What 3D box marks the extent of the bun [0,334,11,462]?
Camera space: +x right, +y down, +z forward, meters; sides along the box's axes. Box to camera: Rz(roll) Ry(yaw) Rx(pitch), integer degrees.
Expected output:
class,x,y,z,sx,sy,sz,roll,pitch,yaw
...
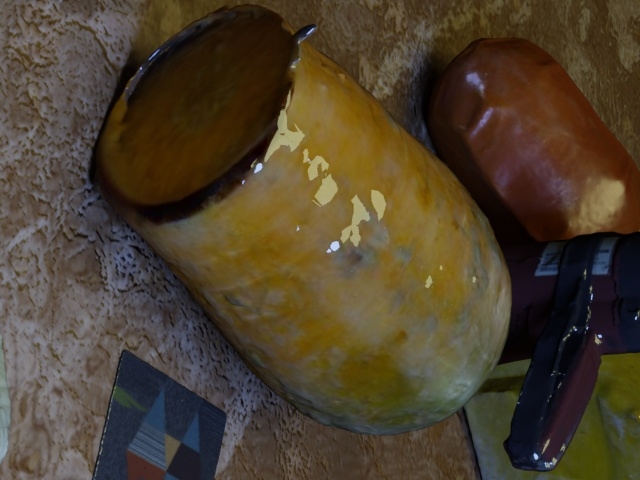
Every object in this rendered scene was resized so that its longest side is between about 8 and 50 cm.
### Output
class,x,y,z,sx,sy,sz,roll,pitch,yaw
bun,-0.266,0.045,0.936,0.229,0.145,0.229,164,-90,-89

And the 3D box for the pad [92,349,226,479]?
class,x,y,z,sx,sy,sz,roll,pitch,yaw
pad,-0.127,0.203,1.248,0.143,0.003,0.211,39,53,-48

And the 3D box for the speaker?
class,x,y,z,sx,sy,sz,roll,pitch,yaw
speaker,0.163,0.065,1.456,0.259,0.329,0.198,-24,105,-50

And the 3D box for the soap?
class,x,y,z,sx,sy,sz,roll,pitch,yaw
soap,0.319,0.135,1.660,0.169,0.338,0.304,-38,117,-56

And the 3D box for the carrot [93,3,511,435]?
class,x,y,z,sx,sy,sz,roll,pitch,yaw
carrot,0.000,0.000,1.286,0.340,0.224,0.224,44,49,-40

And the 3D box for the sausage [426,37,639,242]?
class,x,y,z,sx,sy,sz,roll,pitch,yaw
sausage,0.210,-0.077,1.656,0.141,0.153,0.268,-31,84,-16
